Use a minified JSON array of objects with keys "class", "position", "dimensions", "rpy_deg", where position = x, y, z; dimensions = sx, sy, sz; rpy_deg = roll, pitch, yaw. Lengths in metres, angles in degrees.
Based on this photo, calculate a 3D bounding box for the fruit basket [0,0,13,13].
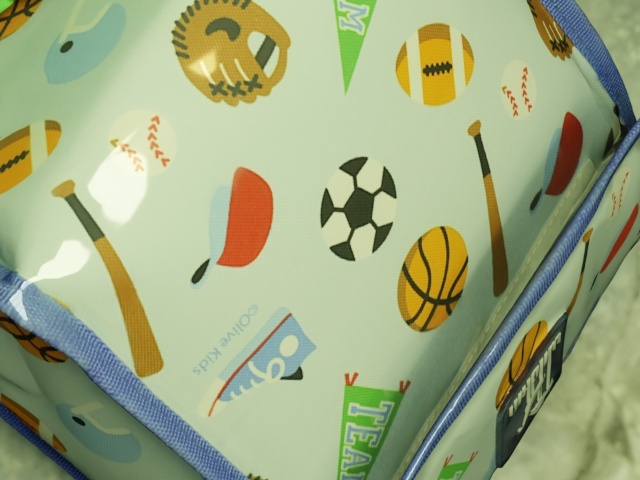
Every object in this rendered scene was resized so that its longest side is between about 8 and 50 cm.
[{"class":"fruit basket","position":[-0.238,-0.276,0.820],"dimensions":[0.392,0.392,0.283],"rpy_deg":[6,43,-13]}]

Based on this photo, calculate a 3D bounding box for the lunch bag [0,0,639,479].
[{"class":"lunch bag","position":[0.000,0.000,0.966],"dimensions":[0.328,0.239,0.385],"rpy_deg":[-56,130,-19]}]
